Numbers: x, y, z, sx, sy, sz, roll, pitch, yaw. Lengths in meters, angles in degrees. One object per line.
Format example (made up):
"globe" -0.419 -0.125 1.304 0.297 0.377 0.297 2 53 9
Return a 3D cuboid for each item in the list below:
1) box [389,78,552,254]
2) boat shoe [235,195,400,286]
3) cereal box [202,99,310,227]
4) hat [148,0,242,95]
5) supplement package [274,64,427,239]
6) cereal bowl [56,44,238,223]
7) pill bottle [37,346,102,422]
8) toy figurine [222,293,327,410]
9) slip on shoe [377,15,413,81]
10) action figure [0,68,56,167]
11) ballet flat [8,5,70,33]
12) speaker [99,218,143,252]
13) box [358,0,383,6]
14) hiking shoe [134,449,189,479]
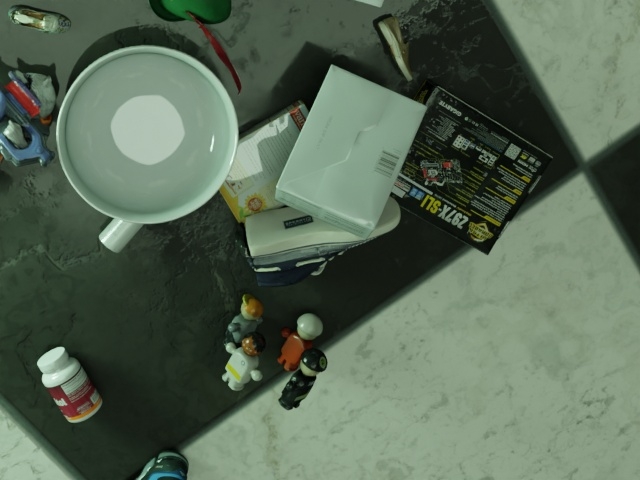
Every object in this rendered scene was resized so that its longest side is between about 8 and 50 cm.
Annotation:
"box" 0.293 -0.152 2.040 0.322 0.079 0.257 27 105 -19
"boat shoe" 0.000 0.000 2.005 0.340 0.127 0.158 -9 142 0
"cereal box" -0.100 -0.156 1.974 0.240 0.047 0.173 -29 113 0
"hat" -0.188 -0.418 1.754 0.173 0.208 0.183 -45 67 6
"supplement package" 0.056 -0.165 1.857 0.204 0.145 0.262 24 81 -1
"cereal bowl" -0.333 -0.208 1.847 0.338 0.141 0.339 -3 104 -14
"pill bottle" -0.536 0.305 2.044 0.086 0.086 0.152 -26 113 -1
"toy figurine" -0.097 0.229 2.035 0.209 0.213 0.148 23 117 -14
"slip on shoe" 0.161 -0.387 1.939 0.041 0.051 0.135 -28 106 3
"action figure" -0.652 -0.227 1.811 0.330 0.178 0.341 -34 84 -4
"ballet flat" -0.527 -0.409 1.796 0.114 0.041 0.041 10 108 -15
"speaker" -0.389 -0.040 1.957 0.055 0.055 0.136 39 99 -22
"box" 0.047 -0.555 1.812 0.181 0.119 0.181 13 108 -16
"hiking shoe" -0.414 0.607 2.158 0.113 0.132 0.304 36 100 -21
